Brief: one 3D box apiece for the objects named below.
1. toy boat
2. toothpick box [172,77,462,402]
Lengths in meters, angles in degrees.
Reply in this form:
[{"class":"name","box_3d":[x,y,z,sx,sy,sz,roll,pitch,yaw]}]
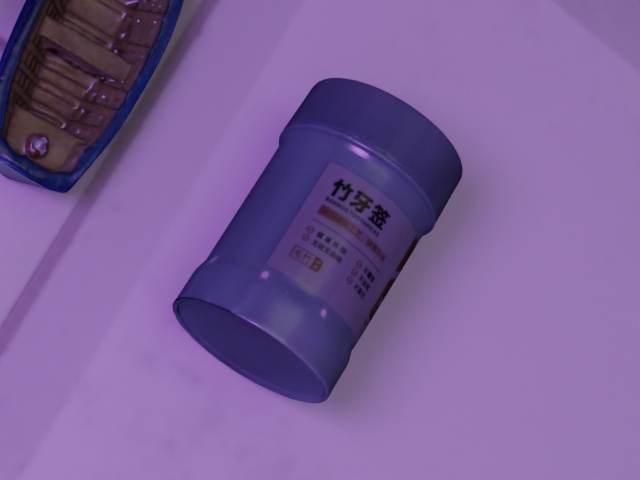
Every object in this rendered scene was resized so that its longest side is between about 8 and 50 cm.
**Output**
[{"class":"toy boat","box_3d":[-0.117,-0.132,1.001,0.080,0.046,0.229,29,71,-20]},{"class":"toothpick box","box_3d":[0.000,0.000,1.012,0.101,0.101,0.153,38,70,-17]}]
